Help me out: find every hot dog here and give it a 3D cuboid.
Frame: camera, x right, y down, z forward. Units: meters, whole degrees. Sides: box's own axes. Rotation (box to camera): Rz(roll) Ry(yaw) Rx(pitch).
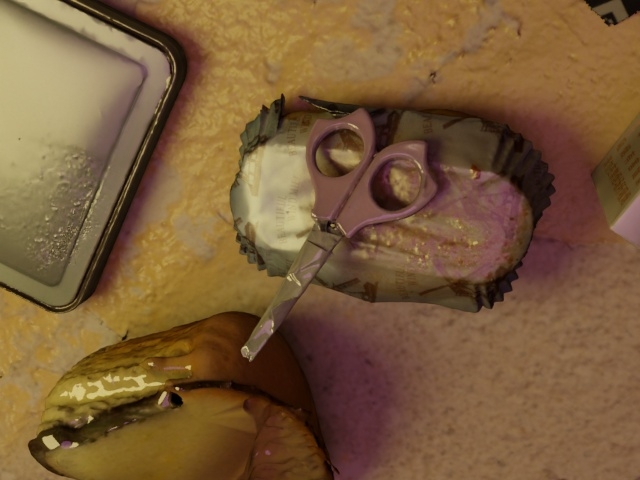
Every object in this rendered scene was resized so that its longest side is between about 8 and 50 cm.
[{"bbox_3d":[0.051,-0.031,0.905,0.271,0.082,0.162,8,99,13],"label":"hot dog"}]

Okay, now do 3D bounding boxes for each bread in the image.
[{"bbox_3d":[-0.099,0.146,0.943,0.204,0.162,0.262,-13,148,11],"label":"bread"}]

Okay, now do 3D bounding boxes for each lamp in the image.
[{"bbox_3d":[-0.278,-0.101,0.943,0.269,0.047,0.266,27,110,-1],"label":"lamp"}]

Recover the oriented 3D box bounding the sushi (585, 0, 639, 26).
[{"bbox_3d":[0.227,-0.277,0.793,0.193,0.040,0.210,-27,123,33],"label":"sushi"}]

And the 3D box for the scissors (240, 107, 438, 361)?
[{"bbox_3d":[0.000,0.000,0.844,0.110,0.021,0.212,32,85,15],"label":"scissors"}]

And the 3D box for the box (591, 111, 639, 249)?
[{"bbox_3d":[0.299,-0.102,0.808,0.067,0.149,0.233,33,109,-6],"label":"box"}]
